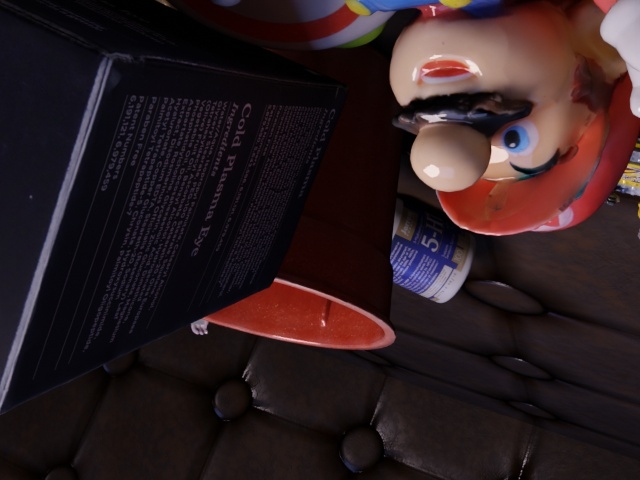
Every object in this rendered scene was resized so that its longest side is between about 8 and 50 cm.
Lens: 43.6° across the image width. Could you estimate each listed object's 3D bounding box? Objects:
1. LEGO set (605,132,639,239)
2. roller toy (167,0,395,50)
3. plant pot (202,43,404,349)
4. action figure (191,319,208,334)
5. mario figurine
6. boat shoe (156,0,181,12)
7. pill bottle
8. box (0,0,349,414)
[{"bbox_3d":[0.254,-0.097,0.459,0.331,0.192,0.255,18,163,13],"label":"LEGO set"},{"bbox_3d":[-0.021,-0.229,0.486,0.191,0.146,0.209,19,156,-7],"label":"roller toy"},{"bbox_3d":[-0.032,-0.055,0.812,0.272,0.265,0.272,12,163,4],"label":"plant pot"},{"bbox_3d":[-0.305,0.014,1.591,0.370,0.248,0.276,4,-146,-40],"label":"action figure"},{"bbox_3d":[0.046,-0.108,0.341,0.320,0.170,0.198,52,-175,-34],"label":"mario figurine"},{"bbox_3d":[-0.146,-0.217,0.871,0.056,0.049,0.152,5,139,31],"label":"boat shoe"},{"bbox_3d":[0.113,0.003,1.130,0.186,0.112,0.112,25,164,-10],"label":"pill bottle"},{"bbox_3d":[-0.203,-0.088,0.512,0.343,0.179,0.312,27,-164,15],"label":"box"}]
